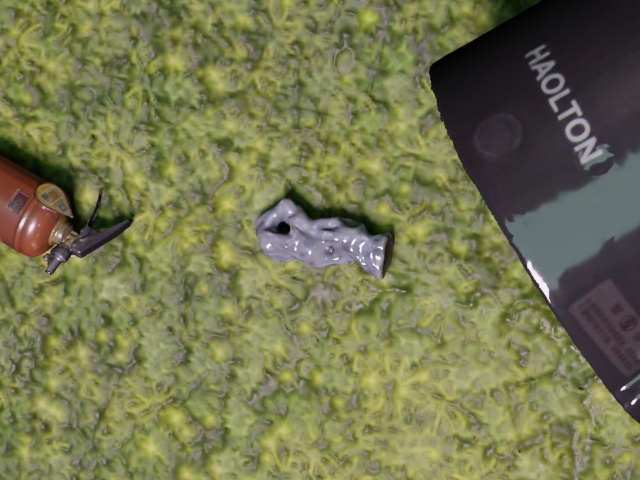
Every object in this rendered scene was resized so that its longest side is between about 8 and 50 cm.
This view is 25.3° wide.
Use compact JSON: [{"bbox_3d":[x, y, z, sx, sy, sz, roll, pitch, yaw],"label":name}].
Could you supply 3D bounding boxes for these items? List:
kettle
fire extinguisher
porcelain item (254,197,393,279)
[{"bbox_3d":[0.232,-0.063,0.643,0.308,0.262,0.203,-32,116,14],"label":"kettle"},{"bbox_3d":[-0.202,-0.035,0.866,0.177,0.050,0.062,29,66,8],"label":"fire extinguisher"},{"bbox_3d":[0.000,0.000,0.828,0.083,0.028,0.036,15,85,14],"label":"porcelain item"}]
